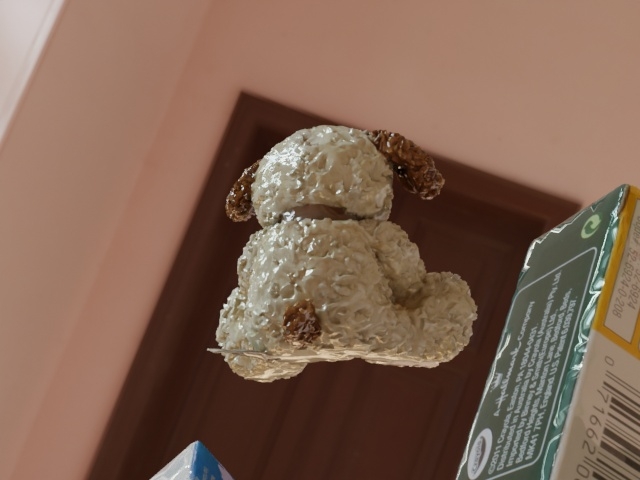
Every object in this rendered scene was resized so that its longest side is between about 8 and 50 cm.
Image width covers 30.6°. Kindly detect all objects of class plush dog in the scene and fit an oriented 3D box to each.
[{"bbox_3d":[0.000,0.000,1.092,0.262,0.226,0.210,-7,-19,18],"label":"plush dog"}]

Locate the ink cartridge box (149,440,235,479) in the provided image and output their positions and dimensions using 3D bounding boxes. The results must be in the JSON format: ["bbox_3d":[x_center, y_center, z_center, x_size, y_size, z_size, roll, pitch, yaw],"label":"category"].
[{"bbox_3d":[-0.048,0.254,0.697,0.231,0.134,0.078,49,2,-7],"label":"ink cartridge box"}]

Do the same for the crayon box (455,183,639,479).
[{"bbox_3d":[0.218,0.148,0.538,0.323,0.203,0.083,33,-35,-12],"label":"crayon box"}]
